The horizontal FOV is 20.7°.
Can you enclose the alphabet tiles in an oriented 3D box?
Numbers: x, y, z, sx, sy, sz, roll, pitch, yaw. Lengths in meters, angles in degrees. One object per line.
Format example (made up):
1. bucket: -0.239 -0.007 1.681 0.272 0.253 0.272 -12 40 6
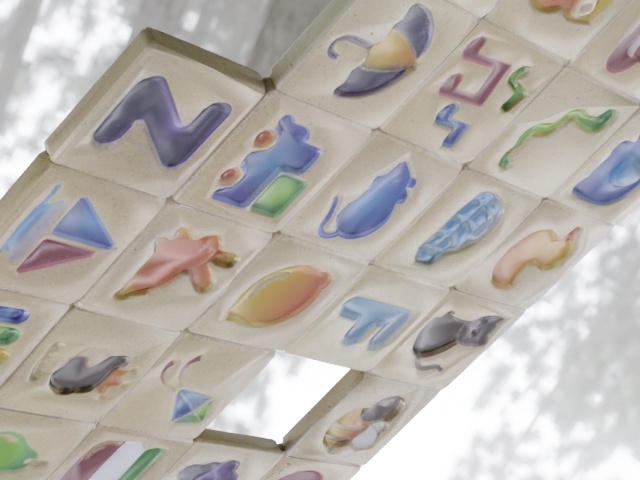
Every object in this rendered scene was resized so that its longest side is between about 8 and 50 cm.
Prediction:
1. alphabet tiles: 0.000 0.000 0.474 0.198 0.237 0.009 17 -146 -47
